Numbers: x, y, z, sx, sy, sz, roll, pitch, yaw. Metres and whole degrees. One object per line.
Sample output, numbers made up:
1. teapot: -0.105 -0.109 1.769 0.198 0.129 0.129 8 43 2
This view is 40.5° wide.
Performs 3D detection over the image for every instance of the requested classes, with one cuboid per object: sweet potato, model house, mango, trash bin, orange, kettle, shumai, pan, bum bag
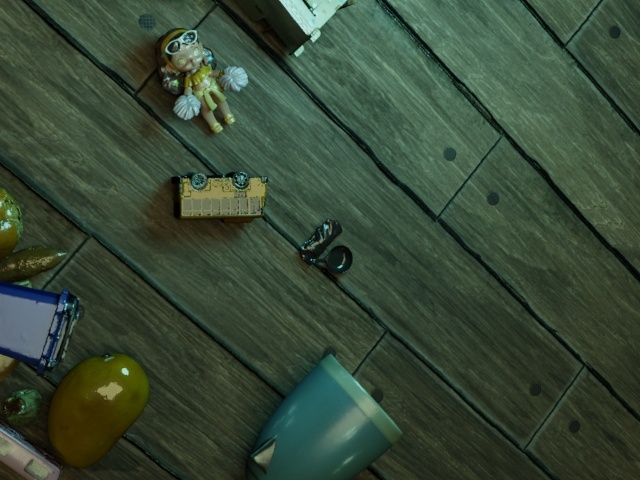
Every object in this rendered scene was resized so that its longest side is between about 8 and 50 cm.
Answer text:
1. sweet potato: -0.623 0.051 1.781 0.205 0.060 0.068 -17 61 -17
2. model house: -0.069 -0.606 1.901 0.244 0.169 0.326 -49 112 -19
3. mango: -0.474 0.347 1.808 0.175 0.139 0.254 41 85 -11
4. trash bin: -0.582 0.149 1.624 0.234 0.184 0.163 18 86 -14
5. orange: -0.669 -0.037 1.724 0.156 0.134 0.157 -21 114 -60
6. kettle: -0.002 0.479 1.959 0.342 0.247 0.319 -43 132 -5
7. shumai: -0.612 0.348 1.786 0.083 0.080 0.082 -32 105 -18
8. pan: 0.022 0.044 2.029 0.115 0.023 0.068 -1 96 -29
9. bum bag: 0.001 0.001 2.018 0.124 0.034 0.058 -51 123 -10

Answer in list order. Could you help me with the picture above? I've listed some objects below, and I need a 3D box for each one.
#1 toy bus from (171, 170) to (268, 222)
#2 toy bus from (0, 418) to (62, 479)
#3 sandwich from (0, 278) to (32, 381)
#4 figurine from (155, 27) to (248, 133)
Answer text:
1. toy bus: -0.218 -0.095 1.898 0.201 0.098 0.114 -2 94 -20
2. toy bus: -0.624 0.435 1.782 0.203 0.090 0.063 42 78 -18
3. sandwich: -0.661 0.143 1.743 0.220 0.108 0.186 45 78 -14
4. figurine: -0.262 -0.342 1.859 0.174 0.116 0.240 -37 110 -12
